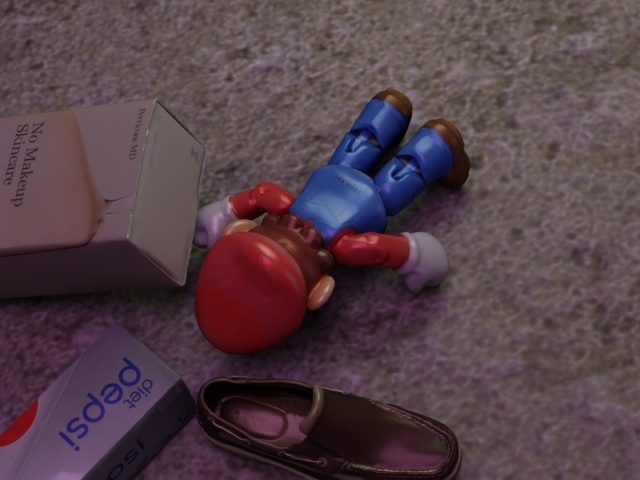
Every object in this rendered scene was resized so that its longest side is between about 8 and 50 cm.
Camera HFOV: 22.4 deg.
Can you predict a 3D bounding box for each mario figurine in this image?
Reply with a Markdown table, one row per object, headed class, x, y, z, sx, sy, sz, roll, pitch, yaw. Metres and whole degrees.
| class | x | y | z | sx | sy | sz | roll | pitch | yaw |
| --- | --- | --- | --- | --- | --- | --- | --- | --- | --- |
| mario figurine | 0.000 | 0.000 | 1.614 | 0.320 | 0.170 | 0.198 | -43 | 28 | -24 |

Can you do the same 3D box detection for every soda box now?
| class | x | y | z | sx | sy | sz | roll | pitch | yaw |
| --- | --- | --- | --- | --- | --- | --- | --- | --- | --- |
| soda box | -0.253 | 0.218 | 1.537 | 0.098 | 0.091 | 0.286 | 39 | 75 | 23 |

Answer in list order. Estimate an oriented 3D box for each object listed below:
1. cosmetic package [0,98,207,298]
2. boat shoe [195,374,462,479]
| class | x | y | z | sx | sy | sz | roll | pitch | yaw |
| --- | --- | --- | --- | --- | --- | --- | --- | --- | --- |
| cosmetic package | -0.281 | -0.035 | 1.610 | 0.309 | 0.113 | 0.160 | -6 | 62 | 25 |
| boat shoe | 0.003 | 0.180 | 1.515 | 0.257 | 0.095 | 0.095 | 7 | 65 | 12 |
